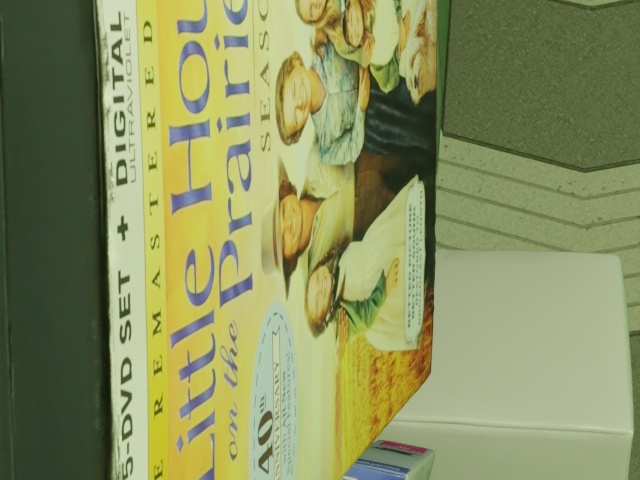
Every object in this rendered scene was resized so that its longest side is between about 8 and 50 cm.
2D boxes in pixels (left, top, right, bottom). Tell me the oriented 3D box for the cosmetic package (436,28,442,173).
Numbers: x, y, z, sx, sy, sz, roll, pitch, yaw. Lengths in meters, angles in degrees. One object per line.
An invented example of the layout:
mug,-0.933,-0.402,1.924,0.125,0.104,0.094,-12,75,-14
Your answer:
cosmetic package,0.097,-0.185,1.620,0.238,0.107,0.127,81,15,-64

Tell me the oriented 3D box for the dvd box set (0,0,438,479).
dvd box set,-0.023,-0.038,0.546,0.420,0.062,0.307,-25,117,-71

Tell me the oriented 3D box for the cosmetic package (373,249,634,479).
cosmetic package,0.166,0.257,1.462,0.329,0.328,0.393,-72,162,-58

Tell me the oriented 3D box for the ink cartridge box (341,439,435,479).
ink cartridge box,0.032,0.255,1.007,0.311,0.065,0.185,34,68,-82
